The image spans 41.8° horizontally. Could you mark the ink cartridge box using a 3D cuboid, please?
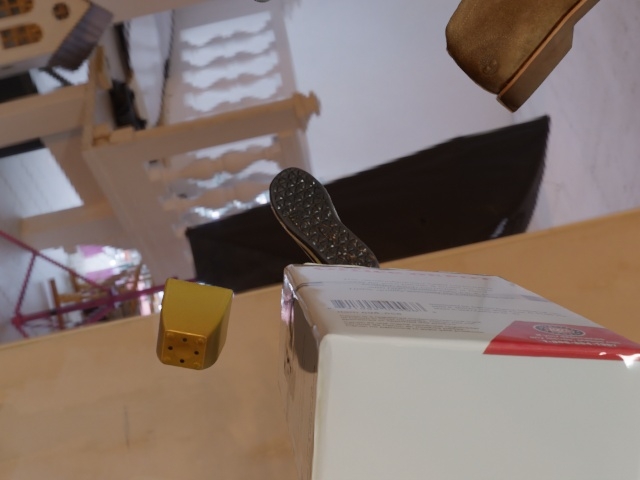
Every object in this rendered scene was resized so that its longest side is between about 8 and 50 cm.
[{"bbox_3d":[0.077,0.094,0.596,0.273,0.197,0.114,-130,-135,-80],"label":"ink cartridge box"}]

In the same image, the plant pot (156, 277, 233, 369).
[{"bbox_3d":[-0.151,0.104,0.974,0.083,0.081,0.081,-85,-174,-63],"label":"plant pot"}]

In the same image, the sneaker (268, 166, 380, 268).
[{"bbox_3d":[0.000,0.000,1.244,0.234,0.084,0.097,54,-14,17],"label":"sneaker"}]

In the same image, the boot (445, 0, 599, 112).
[{"bbox_3d":[0.233,-0.272,0.772,0.115,0.305,0.112,39,20,2],"label":"boot"}]

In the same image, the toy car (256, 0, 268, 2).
[{"bbox_3d":[-0.027,-0.278,0.631,0.155,0.188,0.149,27,20,-36],"label":"toy car"}]
